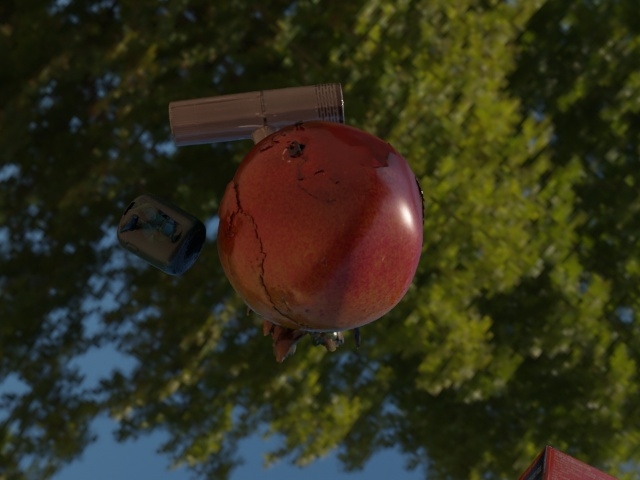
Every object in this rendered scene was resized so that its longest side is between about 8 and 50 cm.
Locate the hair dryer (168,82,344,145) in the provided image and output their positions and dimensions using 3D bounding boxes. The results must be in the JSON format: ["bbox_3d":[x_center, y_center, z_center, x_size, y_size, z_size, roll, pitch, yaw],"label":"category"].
[{"bbox_3d":[-0.063,-0.058,1.524,0.053,0.195,0.221,76,8,-83],"label":"hair dryer"}]

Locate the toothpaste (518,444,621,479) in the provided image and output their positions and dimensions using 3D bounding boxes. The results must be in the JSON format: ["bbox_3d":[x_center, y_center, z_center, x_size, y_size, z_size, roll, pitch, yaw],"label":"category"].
[{"bbox_3d":[0.392,0.354,1.656,0.076,0.320,0.066,-59,-174,38],"label":"toothpaste"}]

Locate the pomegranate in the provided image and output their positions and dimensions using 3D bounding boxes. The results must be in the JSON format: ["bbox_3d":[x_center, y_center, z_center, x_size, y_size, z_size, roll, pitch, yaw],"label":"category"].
[{"bbox_3d":[0.000,0.000,1.325,0.210,0.210,0.235,-128,-138,-63],"label":"pomegranate"}]

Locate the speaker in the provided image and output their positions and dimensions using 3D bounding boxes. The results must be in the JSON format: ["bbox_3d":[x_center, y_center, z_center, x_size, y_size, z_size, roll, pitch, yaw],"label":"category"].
[{"bbox_3d":[-0.153,-0.006,1.274,0.060,0.075,0.094,-64,166,7],"label":"speaker"}]
